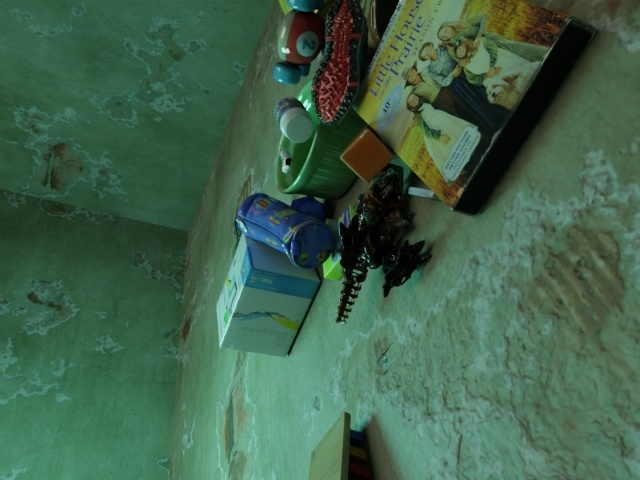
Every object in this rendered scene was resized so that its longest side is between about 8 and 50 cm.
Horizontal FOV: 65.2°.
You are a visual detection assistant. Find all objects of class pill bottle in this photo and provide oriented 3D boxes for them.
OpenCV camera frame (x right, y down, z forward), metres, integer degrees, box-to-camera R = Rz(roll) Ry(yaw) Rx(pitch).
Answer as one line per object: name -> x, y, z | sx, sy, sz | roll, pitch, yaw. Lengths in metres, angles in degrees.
pill bottle -> -0.063, -0.287, 1.192 | 0.137, 0.078, 0.078 | -114, 43, -57

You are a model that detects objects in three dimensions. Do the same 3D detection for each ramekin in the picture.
ramekin -> 0.004, -0.252, 1.316 | 0.303, 0.148, 0.303 | -166, 90, -68

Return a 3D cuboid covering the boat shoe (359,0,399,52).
boat shoe -> 0.171, -0.617, 1.196 | 0.120, 0.123, 0.323 | -145, 62, -61

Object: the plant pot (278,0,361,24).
plant pot -> 0.016, -0.707, 1.465 | 0.254, 0.254, 0.238 | -55, 46, 42

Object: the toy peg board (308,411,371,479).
toy peg board -> 0.041, 0.443, 0.941 | 0.160, 0.079, 0.161 | -80, 17, -55

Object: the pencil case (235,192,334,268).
pencil case -> -0.101, -0.030, 1.245 | 0.306, 0.133, 0.119 | 27, 124, 49

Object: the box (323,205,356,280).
box -> 0.059, 0.002, 1.177 | 0.178, 0.043, 0.108 | 125, 149, -44

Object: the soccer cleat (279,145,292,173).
soccer cleat -> -0.085, -0.209, 1.270 | 0.036, 0.029, 0.083 | -36, 47, 45

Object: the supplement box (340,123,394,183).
supplement box -> 0.096, -0.184, 1.029 | 0.078, 0.080, 0.233 | -45, 9, 15

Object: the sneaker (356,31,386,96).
sneaker -> 0.149, -0.419, 1.121 | 0.146, 0.105, 0.295 | -113, 38, -48

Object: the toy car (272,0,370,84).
toy car -> 0.024, -0.509, 1.295 | 0.210, 0.238, 0.219 | -67, -7, -60

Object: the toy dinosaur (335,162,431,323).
toy dinosaur -> 0.106, 0.011, 0.984 | 0.218, 0.165, 0.321 | -113, 21, -78

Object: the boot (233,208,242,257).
boot -> -0.250, -0.046, 1.916 | 0.229, 0.091, 0.262 | -35, 50, 51

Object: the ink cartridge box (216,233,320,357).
ink cartridge box -> -0.155, 0.151, 1.393 | 0.198, 0.197, 0.269 | -115, 43, -58

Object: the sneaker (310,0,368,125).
sneaker -> 0.061, -0.370, 1.082 | 0.104, 0.125, 0.261 | 14, 94, 24

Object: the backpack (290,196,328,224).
backpack -> -0.036, -0.060, 1.357 | 0.120, 0.101, 0.097 | 30, 142, 62

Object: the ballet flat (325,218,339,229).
ballet flat -> 0.000, 0.000, 1.304 | 0.057, 0.053, 0.168 | -98, 30, -43

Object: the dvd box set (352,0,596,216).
dvd box set -> 0.216, -0.281, 0.867 | 0.307, 0.062, 0.420 | -63, 33, 28

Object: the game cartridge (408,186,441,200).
game cartridge -> 0.193, -0.081, 0.884 | 0.083, 0.056, 0.017 | -152, 77, -68
